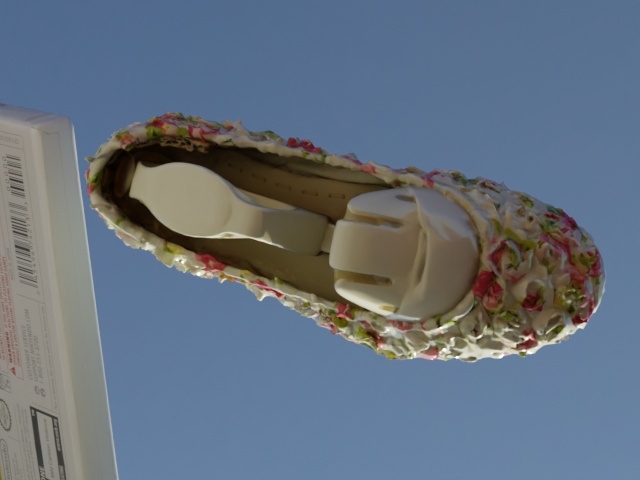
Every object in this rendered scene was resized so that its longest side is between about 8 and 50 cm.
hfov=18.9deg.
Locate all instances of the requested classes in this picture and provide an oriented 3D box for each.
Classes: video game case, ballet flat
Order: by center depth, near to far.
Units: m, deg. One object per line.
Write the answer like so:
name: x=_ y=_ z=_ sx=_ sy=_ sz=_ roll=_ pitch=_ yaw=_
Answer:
ballet flat: x=0.000 y=0.000 z=0.832 sx=0.241 sy=0.077 sz=0.091 roll=12 pitch=-88 yaw=23
video game case: x=-0.183 y=0.034 z=1.017 sx=0.206 sy=0.026 sz=0.227 roll=14 pitch=-64 yaw=47
